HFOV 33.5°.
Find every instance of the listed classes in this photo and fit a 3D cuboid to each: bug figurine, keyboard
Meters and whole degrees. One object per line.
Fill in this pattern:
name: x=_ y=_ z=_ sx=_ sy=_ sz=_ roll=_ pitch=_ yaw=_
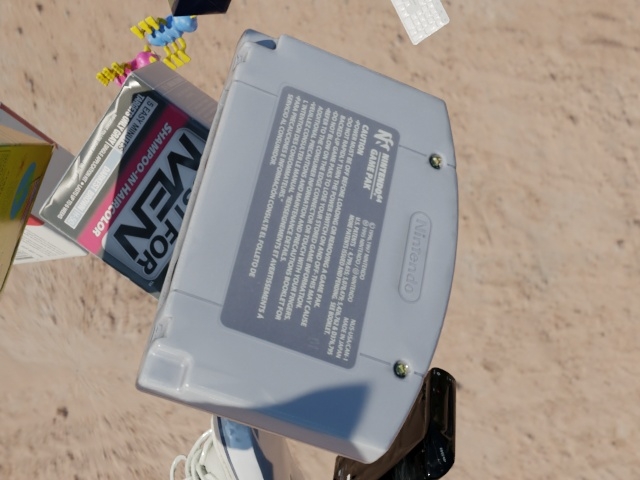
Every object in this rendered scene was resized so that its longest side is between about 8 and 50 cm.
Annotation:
bug figurine: x=-0.195 y=-0.228 z=1.579 sx=0.279 sy=0.216 sz=0.072 roll=48 pitch=38 yaw=-34
keyboard: x=0.128 y=-0.444 z=1.731 sx=0.072 sy=0.014 sz=0.256 roll=-29 pitch=76 yaw=21

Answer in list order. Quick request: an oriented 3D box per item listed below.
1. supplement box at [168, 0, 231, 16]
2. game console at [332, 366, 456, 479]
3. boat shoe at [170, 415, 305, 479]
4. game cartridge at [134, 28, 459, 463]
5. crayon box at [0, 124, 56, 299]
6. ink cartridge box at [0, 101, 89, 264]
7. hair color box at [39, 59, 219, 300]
supplement box: x=-0.115 y=-0.270 z=1.003 sx=0.056 sy=0.083 sz=0.083 roll=-9 pitch=68 yaw=-25
game console: x=0.096 y=0.185 z=1.327 sx=0.044 sy=0.213 sz=0.361 roll=28 pitch=39 yaw=-16
boat shoe: x=-0.113 y=0.293 z=1.308 sx=0.156 sy=0.367 sz=0.136 roll=-7 pitch=57 yaw=6
game cartridge: x=0.000 y=0.000 z=0.766 sx=0.198 sy=0.062 sz=0.297 roll=23 pitch=59 yaw=-16
crayon box: x=-0.288 y=0.008 z=0.790 sx=0.081 sy=0.318 sz=0.202 roll=21 pitch=93 yaw=-6
ink cartridge box: x=-0.435 y=-0.052 z=1.272 sx=0.272 sy=0.197 sz=0.114 roll=-8 pitch=64 yaw=24
hair color box: x=-0.082 y=-0.001 z=1.127 sx=0.374 sy=0.113 sz=0.185 roll=36 pitch=107 yaw=-5
